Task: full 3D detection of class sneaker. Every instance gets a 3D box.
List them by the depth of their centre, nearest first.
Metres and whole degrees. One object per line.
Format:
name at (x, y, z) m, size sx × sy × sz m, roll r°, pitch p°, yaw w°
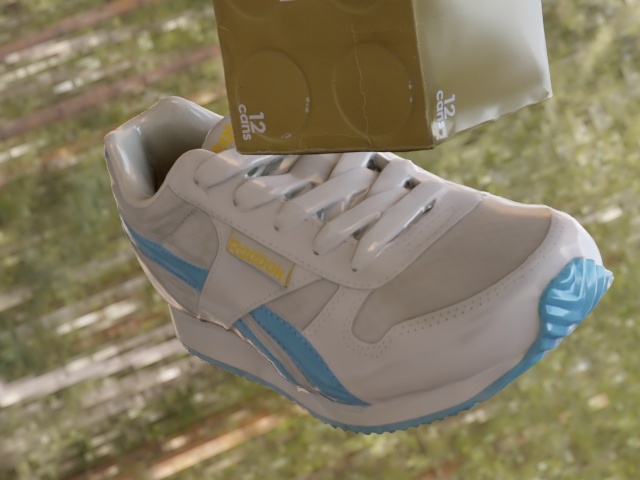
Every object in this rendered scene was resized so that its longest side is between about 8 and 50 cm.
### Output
sneaker at (0.000, 0.000, 0.616) m, size 0.229 × 0.087 × 0.092 m, roll 7°, pitch -49°, yaw 52°

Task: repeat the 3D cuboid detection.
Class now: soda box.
soda box at (0.006, -0.114, 0.429) m, size 0.061 × 0.058 × 0.181 m, roll 1°, pitch -73°, yaw 37°
